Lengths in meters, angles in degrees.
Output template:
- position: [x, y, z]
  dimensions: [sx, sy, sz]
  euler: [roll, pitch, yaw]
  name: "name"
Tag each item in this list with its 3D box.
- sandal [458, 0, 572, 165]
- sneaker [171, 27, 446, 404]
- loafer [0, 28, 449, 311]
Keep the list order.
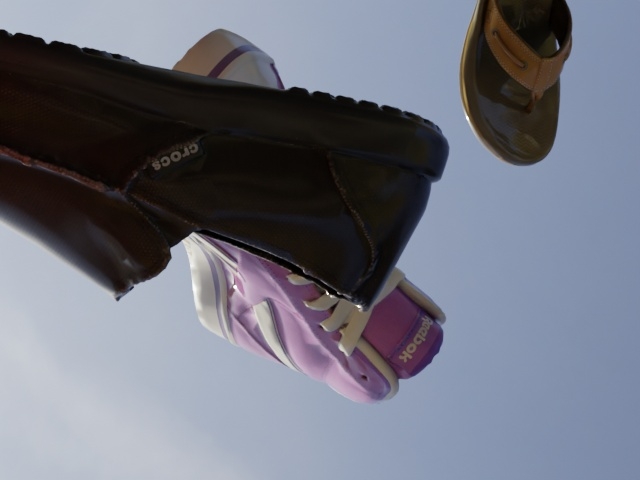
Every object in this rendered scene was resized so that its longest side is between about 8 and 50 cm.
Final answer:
- position: [0.130, -0.132, 0.966]
  dimensions: [0.049, 0.072, 0.180]
  euler: [-147, -121, -60]
  name: "sandal"
- position: [0.001, -0.001, 0.872]
  dimensions: [0.161, 0.282, 0.102]
  euler: [29, -110, 23]
  name: "sneaker"
- position: [-0.069, -0.020, 0.509]
  dimensions: [0.080, 0.220, 0.078]
  euler: [-172, -89, -86]
  name: "loafer"
